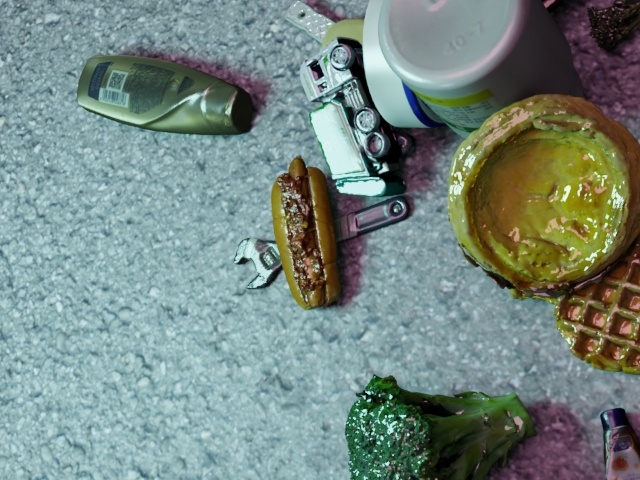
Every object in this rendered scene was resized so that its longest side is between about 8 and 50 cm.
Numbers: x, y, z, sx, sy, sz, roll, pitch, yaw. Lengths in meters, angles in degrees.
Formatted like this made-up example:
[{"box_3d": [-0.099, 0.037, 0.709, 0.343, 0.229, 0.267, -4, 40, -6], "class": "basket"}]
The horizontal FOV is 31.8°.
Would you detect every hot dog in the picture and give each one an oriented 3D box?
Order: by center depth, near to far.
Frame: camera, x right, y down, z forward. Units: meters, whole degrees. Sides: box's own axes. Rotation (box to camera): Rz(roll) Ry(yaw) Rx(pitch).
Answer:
[{"box_3d": [-0.028, -0.015, 1.762, 0.102, 0.076, 0.249, -13, 76, 26], "class": "hot dog"}]

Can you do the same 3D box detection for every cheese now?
[{"box_3d": [0.031, -0.332, 1.869, 0.255, 0.050, 0.127, 37, 95, 33], "class": "cheese"}]

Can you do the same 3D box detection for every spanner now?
[{"box_3d": [0.000, 0.000, 1.800, 0.315, 0.024, 0.087, -19, 68, 21], "class": "spanner"}]

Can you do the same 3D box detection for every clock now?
[{"box_3d": [0.146, -0.285, 1.685, 0.083, 0.230, 0.231, 4, 76, 32], "class": "clock"}]

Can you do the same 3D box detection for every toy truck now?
[{"box_3d": [0.058, -0.184, 1.748, 0.124, 0.114, 0.253, -27, 82, 27], "class": "toy truck"}]

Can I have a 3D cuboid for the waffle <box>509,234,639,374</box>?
[{"box_3d": [0.387, 0.067, 1.549, 0.249, 0.056, 0.253, -19, 68, 23], "class": "waffle"}]

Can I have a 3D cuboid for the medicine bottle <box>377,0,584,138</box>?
[{"box_3d": [0.237, -0.245, 1.558, 0.208, 0.339, 0.208, -9, 70, 25], "class": "medicine bottle"}]

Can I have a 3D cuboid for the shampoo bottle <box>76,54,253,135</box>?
[{"box_3d": [-0.276, -0.255, 1.990, 0.350, 0.084, 0.126, 13, 84, 30], "class": "shampoo bottle"}]

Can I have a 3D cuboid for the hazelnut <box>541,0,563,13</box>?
[{"box_3d": [0.300, -0.407, 1.682, 0.202, 0.160, 0.170, -47, 60, 1], "class": "hazelnut"}]

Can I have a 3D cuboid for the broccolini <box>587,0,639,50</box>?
[{"box_3d": [0.474, -0.359, 1.631, 0.201, 0.058, 0.074, -40, 67, 13], "class": "broccolini"}]

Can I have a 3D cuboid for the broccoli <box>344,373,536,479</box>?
[{"box_3d": [0.169, 0.298, 1.524, 0.269, 0.269, 0.254, -54, 22, 4], "class": "broccoli"}]

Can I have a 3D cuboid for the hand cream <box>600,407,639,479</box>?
[{"box_3d": [0.405, 0.303, 1.477, 0.062, 0.039, 0.163, -14, 70, 7], "class": "hand cream"}]

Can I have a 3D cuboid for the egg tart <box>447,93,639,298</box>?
[{"box_3d": [0.302, -0.063, 1.502, 0.278, 0.095, 0.279, 3, 110, 8], "class": "egg tart"}]
